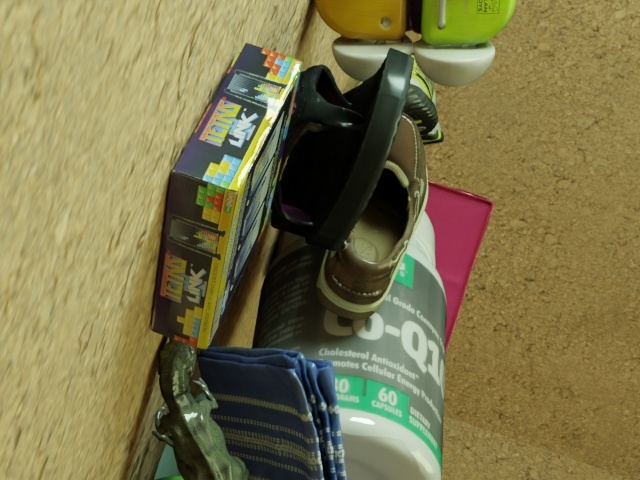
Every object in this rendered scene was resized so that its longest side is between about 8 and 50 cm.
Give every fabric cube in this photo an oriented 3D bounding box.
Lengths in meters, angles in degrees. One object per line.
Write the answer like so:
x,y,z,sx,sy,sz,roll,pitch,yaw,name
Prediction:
0.102,0.024,2.108,0.258,0.254,0.259,-26,134,-85,fabric cube

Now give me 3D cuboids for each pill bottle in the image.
0.029,0.118,1.461,0.361,0.204,0.204,-84,-174,-46,pill bottle

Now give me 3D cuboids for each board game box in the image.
-0.068,-0.030,0.991,0.170,0.048,0.141,105,7,-47,board game box

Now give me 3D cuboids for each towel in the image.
-0.042,0.258,1.223,0.243,0.040,0.336,-3,-87,62,towel

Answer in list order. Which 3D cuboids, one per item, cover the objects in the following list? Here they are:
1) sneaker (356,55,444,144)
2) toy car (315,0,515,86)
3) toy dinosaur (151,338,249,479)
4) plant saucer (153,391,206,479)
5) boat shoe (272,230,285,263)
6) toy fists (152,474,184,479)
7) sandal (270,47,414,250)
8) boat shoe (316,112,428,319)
0.099,-0.216,2.103,0.384,0.145,0.147,19,59,-84,sneaker
0.089,-0.235,1.303,0.136,0.182,0.159,-74,165,-63,toy car
-0.084,0.189,1.134,0.268,0.064,0.118,66,-10,-6,toy dinosaur
-0.115,0.245,1.374,0.195,0.037,0.195,12,90,-74,plant saucer
0.000,0.000,1.760,0.285,0.089,0.105,-52,161,-77,boat shoe
-0.153,0.339,1.182,0.142,0.096,0.279,-102,-153,-66,toy fists
-0.015,-0.076,1.284,0.446,0.107,0.168,155,-47,-78,sandal
0.064,-0.045,1.377,0.095,0.095,0.257,112,-8,-50,boat shoe
